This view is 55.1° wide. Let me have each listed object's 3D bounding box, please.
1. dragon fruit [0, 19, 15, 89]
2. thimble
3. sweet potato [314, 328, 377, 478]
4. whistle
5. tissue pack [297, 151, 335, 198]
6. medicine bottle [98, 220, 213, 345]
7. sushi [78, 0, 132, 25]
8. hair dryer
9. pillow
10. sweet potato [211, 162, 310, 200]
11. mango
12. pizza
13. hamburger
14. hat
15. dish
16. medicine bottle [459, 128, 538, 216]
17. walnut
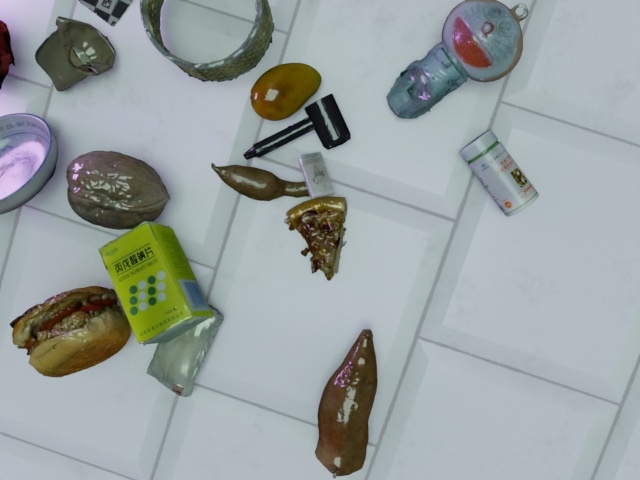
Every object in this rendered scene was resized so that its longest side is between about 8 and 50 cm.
[{"bbox_3d":[-0.791,-0.452,1.329,0.233,0.234,0.293,9,132,3],"label":"dragon fruit"},{"bbox_3d":[-0.246,-0.491,1.334,0.270,0.150,0.271,0,96,4],"label":"thimble"},{"bbox_3d":[0.062,0.364,1.407,0.131,0.131,0.337,8,95,3],"label":"sweet potato"},{"bbox_3d":[0.289,-0.385,1.307,0.348,0.189,0.189,-36,92,17],"label":"whistle"},{"bbox_3d":[-0.010,-0.148,1.388,0.056,0.023,0.108,-14,73,-19],"label":"tissue pack"},{"bbox_3d":[-0.366,0.095,1.382,0.137,0.141,0.250,-29,79,8],"label":"medicine bottle"},{"bbox_3d":[-0.490,-0.627,1.393,0.192,0.040,0.210,36,97,0],"label":"sushi"},{"bbox_3d":[-0.060,-0.228,1.391,0.248,0.070,0.114,-26,93,10],"label":"hair dryer"},{"bbox_3d":[-0.323,0.247,1.459,0.128,0.051,0.229,24,95,12],"label":"pillow"},{"bbox_3d":[-0.119,-0.124,1.403,0.269,0.075,0.075,10,96,-8],"label":"sweet potato"},{"bbox_3d":[-0.082,-0.338,1.371,0.163,0.089,0.111,-46,103,-3],"label":"mango"},{"bbox_3d":[0.001,0.000,1.403,0.154,0.069,0.194,-13,93,4],"label":"pizza"},{"bbox_3d":[-0.553,0.205,1.384,0.244,0.244,0.163,-26,83,6],"label":"hamburger"},{"bbox_3d":[-0.568,-0.426,1.412,0.175,0.085,0.147,-22,106,28],"label":"hat"},{"bbox_3d":[-0.706,-0.148,1.406,0.273,0.134,0.273,-7,56,11],"label":"dish"},{"bbox_3d":[0.394,-0.148,1.355,0.086,0.086,0.183,-37,93,6],"label":"medicine bottle"},{"bbox_3d":[-0.453,-0.109,1.382,0.230,0.178,0.178,8,96,-1],"label":"walnut"}]
